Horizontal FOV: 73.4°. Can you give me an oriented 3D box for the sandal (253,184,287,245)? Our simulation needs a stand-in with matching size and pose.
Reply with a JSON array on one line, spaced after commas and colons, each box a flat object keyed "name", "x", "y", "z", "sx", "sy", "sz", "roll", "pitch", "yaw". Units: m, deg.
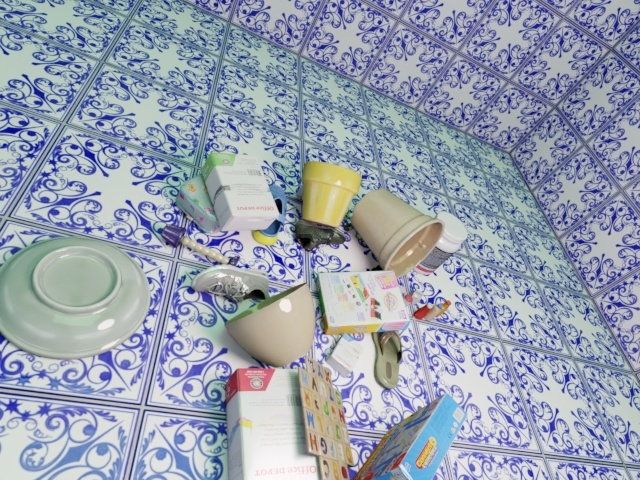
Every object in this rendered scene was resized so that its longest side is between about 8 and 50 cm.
[{"name": "sandal", "x": -0.185, "y": -0.128, "z": 1.754, "sx": 0.126, "sy": 0.138, "sz": 0.317, "roll": 18, "pitch": 42, "yaw": -18}]

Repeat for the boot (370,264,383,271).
[{"name": "boot", "x": 0.281, "y": 0.153, "z": 1.885, "sx": 0.099, "sy": 0.045, "sz": 0.121, "roll": -19, "pitch": 66, "yaw": -51}]

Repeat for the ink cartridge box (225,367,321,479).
[{"name": "ink cartridge box", "x": -0.135, "y": 0.519, "z": 1.177, "sx": 0.226, "sy": 0.131, "sz": 0.306, "roll": 12, "pitch": 47, "yaw": -27}]

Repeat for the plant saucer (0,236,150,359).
[{"name": "plant saucer", "x": -0.678, "y": 0.127, "z": 1.197, "sx": 0.400, "sy": 0.100, "sz": 0.401, "roll": 19, "pitch": 44, "yaw": -19}]

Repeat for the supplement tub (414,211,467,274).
[{"name": "supplement tub", "x": 0.531, "y": 0.015, "z": 2.009, "sx": 0.191, "sy": 0.272, "sz": 0.191, "roll": 19, "pitch": 44, "yaw": -19}]

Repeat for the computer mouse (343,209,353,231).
[{"name": "computer mouse", "x": 0.101, "y": -0.129, "z": 2.014, "sx": 0.106, "sy": 0.042, "sz": 0.193, "roll": -41, "pitch": 76, "yaw": -18}]

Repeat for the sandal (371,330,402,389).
[{"name": "sandal", "x": 0.263, "y": 0.401, "z": 1.599, "sx": 0.120, "sy": 0.086, "sz": 0.303, "roll": 21, "pitch": 43, "yaw": -18}]

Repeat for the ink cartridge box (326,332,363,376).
[{"name": "ink cartridge box", "x": 0.085, "y": 0.400, "z": 1.503, "sx": 0.088, "sy": 0.052, "sz": 0.122, "roll": 38, "pitch": 39, "yaw": 3}]

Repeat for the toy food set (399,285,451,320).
[{"name": "toy food set", "x": 0.437, "y": 0.262, "z": 1.838, "sx": 0.232, "sy": 0.104, "sz": 0.111, "roll": 33, "pitch": 40, "yaw": -4}]

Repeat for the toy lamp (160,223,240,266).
[{"name": "toy lamp", "x": -0.417, "y": 0.025, "z": 1.491, "sx": 0.274, "sy": 0.080, "sz": 0.080, "roll": 27, "pitch": 41, "yaw": -12}]

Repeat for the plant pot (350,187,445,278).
[{"name": "plant pot", "x": 0.304, "y": -0.054, "z": 1.849, "sx": 0.333, "sy": 0.334, "sz": 0.305, "roll": -13, "pitch": 51, "yaw": -42}]

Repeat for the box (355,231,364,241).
[{"name": "box", "x": 0.259, "y": -0.067, "z": 2.073, "sx": 0.159, "sy": 0.044, "sz": 0.233, "roll": 27, "pitch": 41, "yaw": -9}]

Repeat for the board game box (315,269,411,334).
[{"name": "board game box", "x": 0.156, "y": 0.230, "z": 1.630, "sx": 0.316, "sy": 0.064, "sz": 0.242, "roll": 0, "pitch": 49, "yaw": -12}]

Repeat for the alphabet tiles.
[{"name": "alphabet tiles", "x": 0.018, "y": 0.517, "z": 1.248, "sx": 0.285, "sy": 0.011, "sz": 0.343, "roll": 50, "pitch": 22, "yaw": -47}]

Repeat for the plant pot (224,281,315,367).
[{"name": "plant pot", "x": -0.128, "y": 0.278, "z": 1.333, "sx": 0.284, "sy": 0.284, "sz": 0.191, "roll": -25, "pitch": 89, "yaw": -46}]

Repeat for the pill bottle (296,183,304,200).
[{"name": "pill bottle", "x": -0.038, "y": -0.200, "z": 1.967, "sx": 0.137, "sy": 0.078, "sz": 0.078, "roll": 32, "pitch": 41, "yaw": -5}]

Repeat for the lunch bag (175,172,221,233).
[{"name": "lunch bag", "x": -0.398, "y": -0.155, "z": 1.650, "sx": 0.224, "sy": 0.108, "sz": 0.279, "roll": 46, "pitch": 43, "yaw": 2}]

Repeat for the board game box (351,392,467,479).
[{"name": "board game box", "x": 0.238, "y": 0.610, "z": 1.218, "sx": 0.086, "sy": 0.302, "sz": 0.308, "roll": 47, "pitch": 41, "yaw": 13}]

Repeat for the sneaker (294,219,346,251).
[{"name": "sneaker", "x": 0.000, "y": 0.000, "z": 1.801, "sx": 0.227, "sy": 0.087, "sz": 0.130, "roll": 16, "pitch": 46, "yaw": -18}]

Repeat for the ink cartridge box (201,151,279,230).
[{"name": "ink cartridge box", "x": -0.296, "y": -0.178, "z": 1.579, "sx": 0.198, "sy": 0.115, "sz": 0.273, "roll": -4, "pitch": 63, "yaw": -40}]

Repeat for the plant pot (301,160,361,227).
[{"name": "plant pot", "x": 0.027, "y": -0.185, "z": 1.823, "sx": 0.253, "sy": 0.239, "sz": 0.254, "roll": 15, "pitch": -1, "yaw": 0}]

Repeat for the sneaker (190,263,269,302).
[{"name": "sneaker", "x": -0.289, "y": 0.153, "z": 1.436, "sx": 0.281, "sy": 0.105, "sz": 0.115, "roll": 3, "pitch": 50, "yaw": -34}]
